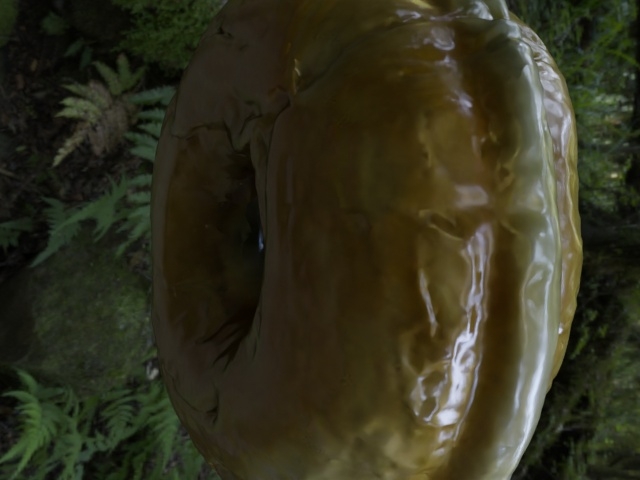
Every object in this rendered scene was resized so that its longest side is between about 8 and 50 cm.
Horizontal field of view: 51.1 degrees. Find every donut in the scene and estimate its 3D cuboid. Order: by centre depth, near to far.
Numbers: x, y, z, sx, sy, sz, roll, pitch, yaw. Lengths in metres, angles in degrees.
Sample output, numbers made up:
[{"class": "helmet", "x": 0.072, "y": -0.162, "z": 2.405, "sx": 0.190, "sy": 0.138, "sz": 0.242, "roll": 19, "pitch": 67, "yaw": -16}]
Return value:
[{"class": "donut", "x": 0.000, "y": 0.000, "z": 0.505, "sx": 0.198, "sy": 0.449, "sz": 0.448, "roll": 0, "pitch": 82, "yaw": -29}]
